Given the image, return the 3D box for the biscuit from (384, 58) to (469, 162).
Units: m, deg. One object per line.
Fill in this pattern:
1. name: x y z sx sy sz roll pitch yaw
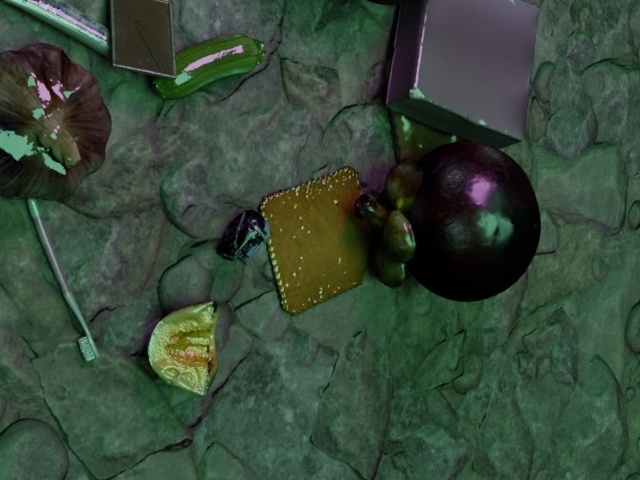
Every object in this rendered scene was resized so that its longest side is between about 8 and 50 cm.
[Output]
1. biscuit: 0.271 -0.285 1.928 0.324 0.044 0.217 -17 103 -32

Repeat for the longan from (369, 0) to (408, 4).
1. longan: 0.092 -0.562 1.625 0.350 0.288 0.289 28 80 -42

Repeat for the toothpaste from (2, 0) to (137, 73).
1. toothpaste: -0.375 -0.332 1.471 0.239 0.039 0.062 29 65 -32

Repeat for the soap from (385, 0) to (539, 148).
1. soap: 0.278 -0.356 1.838 0.285 0.107 0.296 19 73 -28

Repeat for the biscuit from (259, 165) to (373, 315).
1. biscuit: 0.000 0.000 1.789 0.232 0.013 0.237 -22 109 -32

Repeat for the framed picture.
1. framed picture: -0.282 -0.330 1.511 0.109 0.011 0.149 7 67 -31

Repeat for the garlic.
1. garlic: -0.414 -0.171 1.387 0.244 0.160 0.245 -4 97 -34

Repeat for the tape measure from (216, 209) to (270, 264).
1. tape measure: -0.131 -0.007 1.648 0.054 0.091 0.094 40 75 -28

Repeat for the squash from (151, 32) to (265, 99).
1. squash: -0.185 -0.294 1.590 0.219 0.068 0.077 -24 98 -30

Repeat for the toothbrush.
1. toothbrush: -0.410 0.064 1.504 0.025 0.020 0.287 -25 109 -24

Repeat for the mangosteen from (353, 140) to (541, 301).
1. mangosteen: 0.257 -0.028 1.797 0.330 0.330 0.330 -5 98 -35

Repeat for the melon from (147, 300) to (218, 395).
1. melon: -0.231 0.174 1.615 0.128 0.079 0.160 5 93 -17
